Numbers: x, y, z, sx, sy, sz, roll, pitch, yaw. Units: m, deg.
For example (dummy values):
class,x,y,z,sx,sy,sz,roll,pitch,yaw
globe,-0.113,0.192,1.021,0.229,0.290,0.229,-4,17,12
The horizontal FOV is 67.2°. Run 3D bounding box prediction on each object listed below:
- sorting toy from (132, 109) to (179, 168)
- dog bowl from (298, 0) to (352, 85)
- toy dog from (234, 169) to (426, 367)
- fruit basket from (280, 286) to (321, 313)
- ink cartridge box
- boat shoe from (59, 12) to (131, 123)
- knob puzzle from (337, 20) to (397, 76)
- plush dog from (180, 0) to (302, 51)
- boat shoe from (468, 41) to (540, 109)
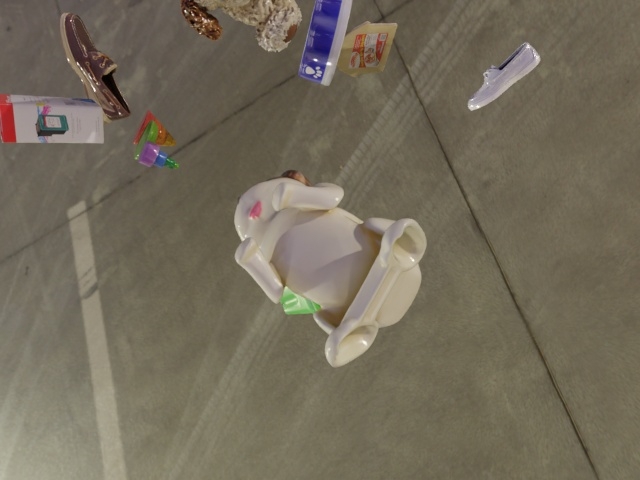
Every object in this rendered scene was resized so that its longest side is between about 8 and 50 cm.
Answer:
class,x,y,z,sx,sy,sz,roll,pitch,yaw
sorting toy,-0.492,-0.291,1.481,0.127,0.126,0.365,-58,32,13
dog bowl,0.012,-0.621,1.481,0.104,0.265,0.265,13,86,-6
toy dog,0.000,0.000,0.997,0.407,0.395,0.285,32,106,27
fruit basket,0.064,0.064,1.465,0.391,0.392,0.283,-29,89,18
ink cartridge box,-0.583,-0.252,0.994,0.134,0.230,0.078,35,124,50
boat shoe,-0.709,-0.553,1.545,0.123,0.123,0.343,-9,116,7
knob puzzle,0.120,-0.587,1.475,0.213,0.213,0.030,-29,60,18
plush dog,-0.148,-0.470,0.817,0.210,0.225,0.263,33,130,16
boat shoe,0.415,-0.381,1.119,0.184,0.066,0.063,-36,108,26
